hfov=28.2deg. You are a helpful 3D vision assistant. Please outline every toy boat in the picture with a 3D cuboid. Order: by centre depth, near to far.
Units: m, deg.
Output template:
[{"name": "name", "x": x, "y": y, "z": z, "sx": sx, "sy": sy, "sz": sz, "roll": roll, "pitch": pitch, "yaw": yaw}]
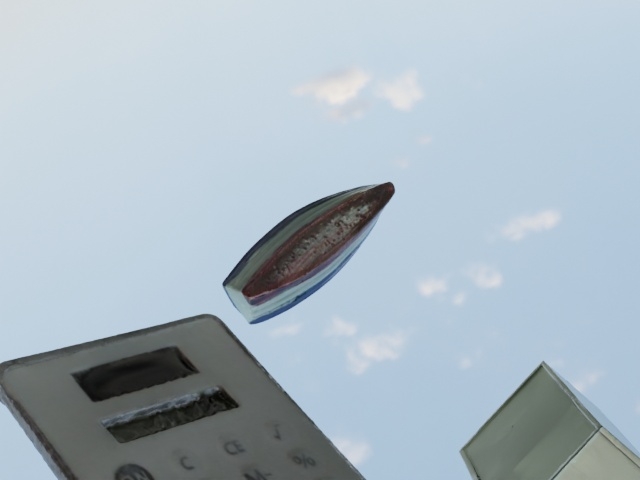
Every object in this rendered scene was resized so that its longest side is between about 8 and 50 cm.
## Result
[{"name": "toy boat", "x": 0.000, "y": 0.000, "z": 1.301, "sx": 0.229, "sy": 0.080, "sz": 0.046, "roll": -36, "pitch": -178, "yaw": -27}]

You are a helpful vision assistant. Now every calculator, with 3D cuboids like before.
[{"name": "calculator", "x": -0.051, "y": 0.132, "z": 0.682, "sx": 0.161, "sy": 0.021, "sz": 0.262, "roll": -13, "pitch": -136, "yaw": -41}]

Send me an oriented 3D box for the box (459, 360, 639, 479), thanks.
[{"name": "box", "x": 0.219, "y": 0.212, "z": 1.190, "sx": 0.129, "sy": 0.086, "sz": 0.225, "roll": -48, "pitch": -173, "yaw": 5}]
